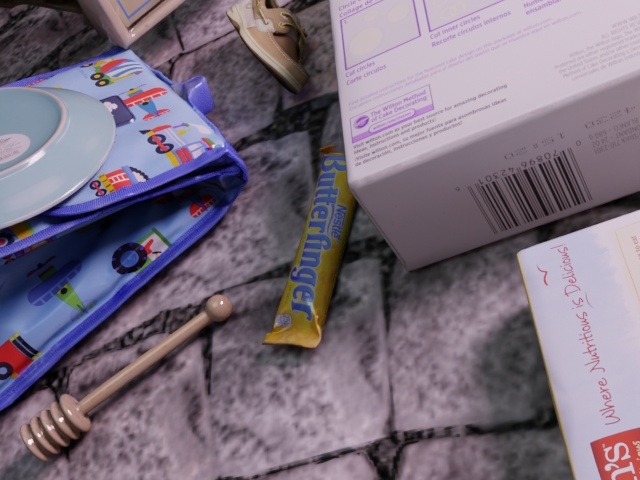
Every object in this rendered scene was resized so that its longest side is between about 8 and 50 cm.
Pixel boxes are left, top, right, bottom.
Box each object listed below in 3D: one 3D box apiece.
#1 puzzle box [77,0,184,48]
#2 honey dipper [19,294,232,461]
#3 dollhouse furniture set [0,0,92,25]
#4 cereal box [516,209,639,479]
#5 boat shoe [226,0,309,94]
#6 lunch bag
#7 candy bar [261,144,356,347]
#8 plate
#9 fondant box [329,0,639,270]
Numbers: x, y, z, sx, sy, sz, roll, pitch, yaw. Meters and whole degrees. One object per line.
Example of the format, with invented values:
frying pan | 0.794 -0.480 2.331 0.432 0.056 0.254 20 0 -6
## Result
puzzle box | -0.083 -0.384 0.765 0.409 0.272 0.052 -45 50 -16
honey dipper | -0.126 0.086 0.622 0.160 0.030 0.030 -38 44 -2
dollhouse furniture set | -0.302 -0.196 0.850 0.161 0.212 0.242 9 53 -7
cereal box | 0.221 0.042 0.419 0.240 0.047 0.173 -20 47 19
boat shoe | -0.036 -0.164 0.747 0.045 0.050 0.135 -40 44 7
lunch bag | -0.202 -0.034 0.719 0.293 0.138 0.221 -34 41 -13
candy bar | 0.000 0.000 0.617 0.040 0.018 0.161 -4 55 30
plate | -0.239 -0.066 0.663 0.188 0.024 0.188 -6 38 5
fondant box | 0.129 -0.167 0.612 0.238 0.096 0.330 -20 48 18
